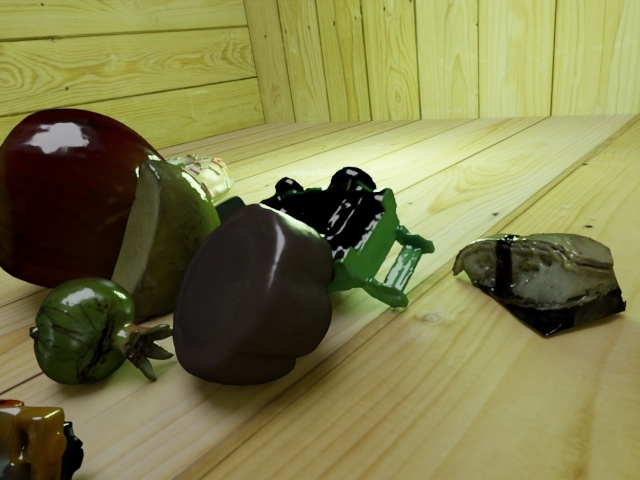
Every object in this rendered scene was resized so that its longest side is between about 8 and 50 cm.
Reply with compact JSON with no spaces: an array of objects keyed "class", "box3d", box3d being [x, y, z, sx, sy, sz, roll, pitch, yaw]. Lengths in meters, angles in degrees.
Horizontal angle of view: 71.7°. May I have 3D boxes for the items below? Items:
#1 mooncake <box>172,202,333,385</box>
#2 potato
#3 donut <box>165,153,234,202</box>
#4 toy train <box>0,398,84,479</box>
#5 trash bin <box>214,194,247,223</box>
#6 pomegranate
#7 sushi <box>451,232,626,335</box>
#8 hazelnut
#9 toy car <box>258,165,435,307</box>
[{"class":"mooncake","box3d":[-0.092,0.072,0.601,0.133,0.245,0.245,22,1,-37]},{"class":"potato","box3d":[-0.274,-0.015,0.814,0.112,0.255,0.269,18,32,27]},{"class":"donut","box3d":[-0.500,-0.206,1.564,0.382,0.142,0.383,-8,22,3]},{"class":"toy train","box3d":[-0.401,0.217,0.396,0.369,0.163,0.231,2,-2,-1]},{"class":"trash bin","box3d":[-0.258,-0.053,1.094,0.130,0.059,0.116,-21,11,44]},{"class":"pomegranate","box3d":[-0.313,0.139,0.640,0.191,0.152,0.131,18,21,9]},{"class":"sushi","box3d":[0.318,0.029,0.704,0.134,0.109,0.273,-14,21,-15]},{"class":"hazelnut","box3d":[-0.501,-0.070,0.937,0.402,0.402,0.429,-28,13,-40]},{"class":"toy car","box3d":[0.000,0.000,0.813,0.358,0.176,0.213,-1,44,40]}]
